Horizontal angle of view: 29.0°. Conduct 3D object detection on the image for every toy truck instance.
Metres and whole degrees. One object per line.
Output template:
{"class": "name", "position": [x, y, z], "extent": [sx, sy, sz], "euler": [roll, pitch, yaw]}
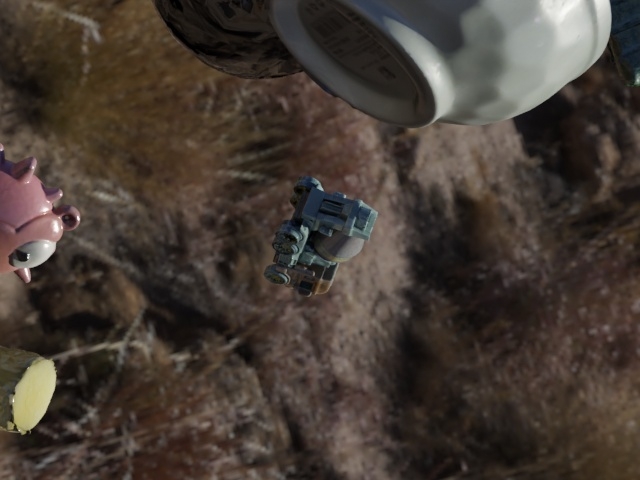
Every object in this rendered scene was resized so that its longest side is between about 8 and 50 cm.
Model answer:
{"class": "toy truck", "position": [0.000, 0.000, 1.987], "extent": [0.256, 0.140, 0.108], "euler": [110, 0, -61]}

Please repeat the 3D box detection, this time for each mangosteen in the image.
{"class": "mangosteen", "position": [-0.048, -0.254, 1.142], "extent": [0.243, 0.243, 0.242], "euler": [-18, 90, -75]}

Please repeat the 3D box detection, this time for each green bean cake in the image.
{"class": "green bean cake", "position": [0.426, -0.321, 1.692], "extent": [0.208, 0.107, 0.193], "euler": [64, 14, -5]}

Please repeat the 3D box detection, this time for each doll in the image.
{"class": "doll", "position": [-0.435, -0.031, 1.549], "extent": [0.093, 0.262, 0.211], "euler": [-98, -162, -61]}

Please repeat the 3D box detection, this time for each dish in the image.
{"class": "dish", "position": [0.052, -0.167, 0.862], "extent": [0.120, 0.303, 0.303], "euler": [-53, 140, -16]}

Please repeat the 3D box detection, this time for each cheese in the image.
{"class": "cheese", "position": [-0.445, 0.189, 1.626], "extent": [0.123, 0.167, 0.093], "euler": [-54, 149, -53]}
